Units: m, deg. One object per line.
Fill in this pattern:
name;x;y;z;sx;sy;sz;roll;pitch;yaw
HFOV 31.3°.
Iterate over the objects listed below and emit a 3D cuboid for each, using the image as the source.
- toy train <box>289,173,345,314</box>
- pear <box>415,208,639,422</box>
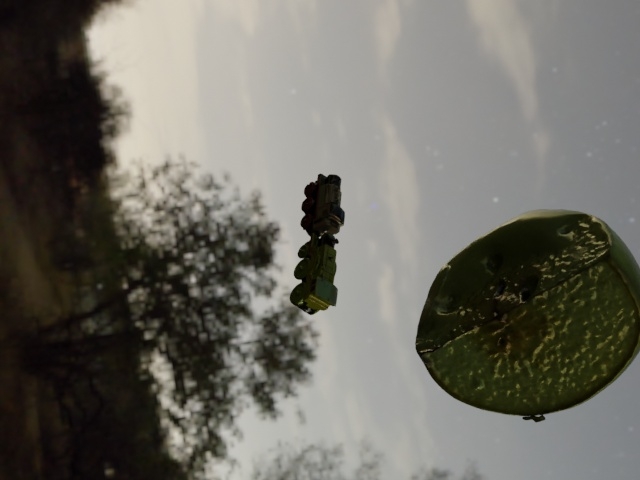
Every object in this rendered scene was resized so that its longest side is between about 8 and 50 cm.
toy train;0.000;0.000;1.815;0.085;0.053;0.250;-27;-135;40
pear;0.336;0.094;1.774;0.238;0.342;0.318;52;22;-21
